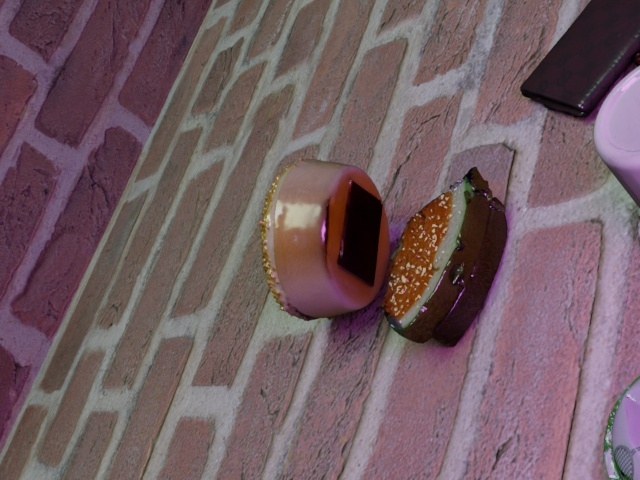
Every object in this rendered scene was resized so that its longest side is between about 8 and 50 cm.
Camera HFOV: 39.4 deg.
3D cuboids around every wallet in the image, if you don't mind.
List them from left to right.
[{"bbox_3d":[0.457,-0.315,1.498,0.229,0.049,0.182,-51,31,2],"label":"wallet"}]

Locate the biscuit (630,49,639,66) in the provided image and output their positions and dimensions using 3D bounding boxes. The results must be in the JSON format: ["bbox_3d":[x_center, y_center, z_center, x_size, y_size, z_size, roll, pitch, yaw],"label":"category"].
[{"bbox_3d":[0.574,-0.306,1.312,0.235,0.063,0.151,-49,30,23],"label":"biscuit"}]

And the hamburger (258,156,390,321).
[{"bbox_3d":[0.000,0.000,1.582,0.170,0.302,0.302,-3,56,30],"label":"hamburger"}]

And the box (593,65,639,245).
[{"bbox_3d":[0.489,-0.129,1.121,0.291,0.206,0.262,-51,31,4],"label":"box"}]

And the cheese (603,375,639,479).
[{"bbox_3d":[0.397,0.258,0.989,0.203,0.083,0.321,-11,51,49],"label":"cheese"}]

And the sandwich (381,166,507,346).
[{"bbox_3d":[0.191,0.049,1.455,0.212,0.109,0.292,-27,38,47],"label":"sandwich"}]
